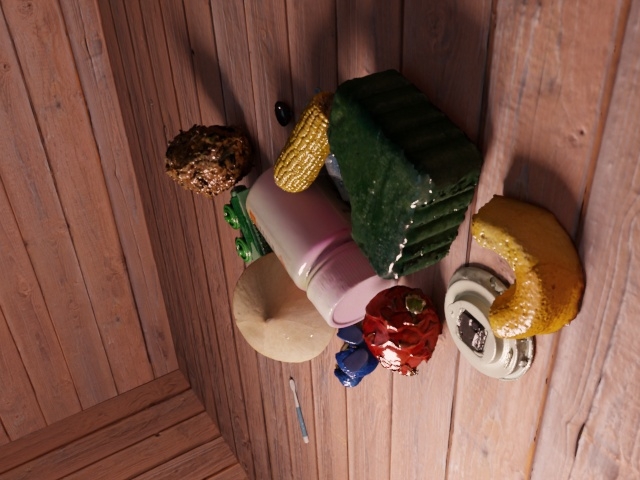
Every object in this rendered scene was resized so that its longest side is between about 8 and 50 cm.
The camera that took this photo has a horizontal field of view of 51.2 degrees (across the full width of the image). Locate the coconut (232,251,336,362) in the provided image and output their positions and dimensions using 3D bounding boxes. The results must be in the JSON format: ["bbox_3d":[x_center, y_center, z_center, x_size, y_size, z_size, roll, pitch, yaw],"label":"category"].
[{"bbox_3d":[-0.084,0.165,1.768,0.329,0.328,0.329,44,146,42],"label":"coconut"}]

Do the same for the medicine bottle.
[{"bbox_3d":[0.000,0.000,1.593,0.388,0.219,0.219,52,151,30],"label":"medicine bottle"}]

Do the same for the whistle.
[{"bbox_3d":[0.032,-0.213,1.507,0.180,0.093,0.269,3,113,57],"label":"whistle"}]

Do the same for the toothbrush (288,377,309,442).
[{"bbox_3d":[-0.082,0.634,2.486,0.025,0.019,0.276,26,132,63],"label":"toothbrush"}]

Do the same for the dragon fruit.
[{"bbox_3d":[0.173,0.188,1.444,0.172,0.172,0.210,37,130,48],"label":"dragon fruit"}]

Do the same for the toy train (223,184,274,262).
[{"bbox_3d":[-0.188,-0.046,2.019,0.202,0.145,0.266,-6,106,62],"label":"toy train"}]

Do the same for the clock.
[{"bbox_3d":[0.309,0.169,1.294,0.236,0.053,0.236,45,147,40],"label":"clock"}]

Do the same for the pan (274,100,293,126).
[{"bbox_3d":[-0.086,-0.331,1.734,0.115,0.023,0.068,20,126,62],"label":"pan"}]

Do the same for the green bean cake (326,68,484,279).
[{"bbox_3d":[0.141,-0.126,1.271,0.308,0.169,0.300,54,150,30],"label":"green bean cake"}]

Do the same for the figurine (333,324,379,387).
[{"bbox_3d":[0.098,0.305,1.767,0.262,0.120,0.164,89,-177,-82],"label":"figurine"}]

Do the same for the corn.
[{"bbox_3d":[-0.021,-0.205,1.432,0.106,0.106,0.293,61,146,17],"label":"corn"}]

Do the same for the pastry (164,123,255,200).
[{"bbox_3d":[-0.338,-0.259,2.014,0.275,0.274,0.193,57,171,24],"label":"pastry"}]

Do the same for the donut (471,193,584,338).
[{"bbox_3d":[0.344,0.050,1.094,0.152,0.101,0.259,-1,104,58],"label":"donut"}]
